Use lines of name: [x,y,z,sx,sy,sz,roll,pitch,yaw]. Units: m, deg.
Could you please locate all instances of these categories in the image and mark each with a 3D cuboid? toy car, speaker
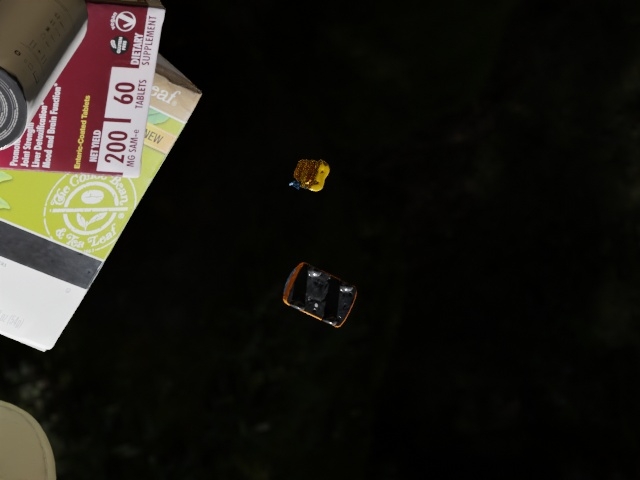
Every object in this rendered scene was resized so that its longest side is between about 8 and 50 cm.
toy car: [0.000,0.000,1.371,0.060,0.122,0.040,5,-172,-33]
speaker: [-0.168,-0.101,1.029,0.055,0.055,0.136,-10,-153,13]

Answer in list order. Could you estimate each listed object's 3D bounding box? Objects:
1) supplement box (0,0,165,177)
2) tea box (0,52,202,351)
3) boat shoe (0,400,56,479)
supplement box: [-0.236,-0.120,1.274,0.239,0.130,0.073,3,-157,-19]
tea box: [-0.360,-0.114,1.883,0.329,0.323,0.220,23,-169,-37]
boat shoe: [-0.278,0.246,1.478,0.109,0.091,0.305,18,-147,-13]
